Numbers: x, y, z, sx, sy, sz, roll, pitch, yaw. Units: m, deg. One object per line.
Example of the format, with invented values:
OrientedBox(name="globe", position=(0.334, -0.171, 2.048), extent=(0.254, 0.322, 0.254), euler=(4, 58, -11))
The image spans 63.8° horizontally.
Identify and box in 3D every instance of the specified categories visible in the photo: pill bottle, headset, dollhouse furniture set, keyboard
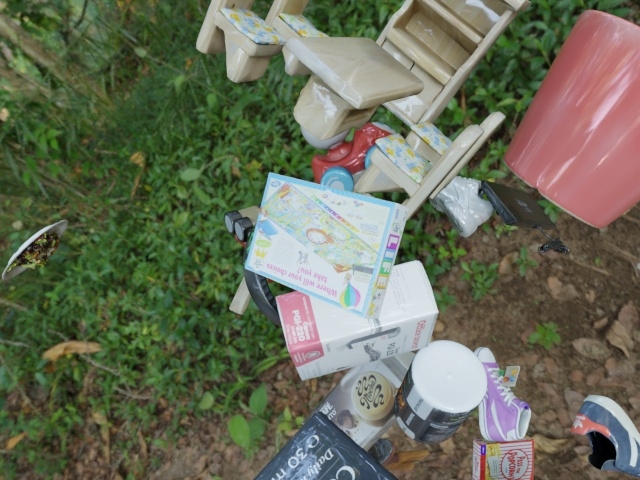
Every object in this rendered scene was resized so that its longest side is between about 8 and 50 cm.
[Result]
OrientedBox(name="pill bottle", position=(0.208, 0.293, 0.946), extent=(0.246, 0.130, 0.131), euler=(95, 179, -53))
OrientedBox(name="headset", position=(0.026, 0.087, 0.985), extent=(0.185, 0.394, 0.244), euler=(-25, 40, 55))
OrientedBox(name="dollhouse furniture set", position=(0.114, -0.278, 0.727), extent=(0.257, 0.362, 0.394), euler=(-54, -12, 34))
OrientedBox(name="keyboard", position=(0.470, -0.044, 1.160), extent=(0.033, 0.317, 0.202), euler=(-45, 63, 29))

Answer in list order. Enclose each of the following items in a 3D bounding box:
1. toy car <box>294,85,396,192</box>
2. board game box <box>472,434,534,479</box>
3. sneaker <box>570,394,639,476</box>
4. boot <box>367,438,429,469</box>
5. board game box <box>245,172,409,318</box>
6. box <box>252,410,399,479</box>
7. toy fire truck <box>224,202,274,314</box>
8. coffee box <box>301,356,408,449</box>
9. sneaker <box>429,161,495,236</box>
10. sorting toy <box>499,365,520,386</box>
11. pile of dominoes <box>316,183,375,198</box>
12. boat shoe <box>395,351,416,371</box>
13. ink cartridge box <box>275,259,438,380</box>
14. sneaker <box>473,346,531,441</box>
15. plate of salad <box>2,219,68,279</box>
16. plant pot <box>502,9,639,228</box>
OrientedBox(name="toy car", position=(0.046, -0.242, 1.133), extent=(0.210, 0.238, 0.219), euler=(-26, 19, 14))
OrientedBox(name="board game box", position=(0.574, 0.697, 1.616), extent=(0.045, 0.193, 0.147), euler=(-172, 82, -76))
OrientedBox(name="sneaker", position=(0.811, 0.585, 1.367), extent=(0.148, 0.350, 0.131), euler=(-42, -9, -17))
OrientedBox(name="boot", position=(0.304, 0.837, 1.981), extent=(0.096, 0.280, 0.264), euler=(-108, 35, -45))
OrientedBox(name="board game box", position=(0.000, 0.000, 0.492), extent=(0.154, 0.026, 0.104), euler=(19, 95, 36))
OrientedBox(name="box", position=(0.027, 0.520, 0.467), extent=(0.480, 0.298, 0.471), euler=(-43, 40, -20))
OrientedBox(name="toy fire truck", position=(-0.144, 0.058, 1.227), extent=(0.158, 0.247, 0.217), euler=(-19, 27, -27))
OrientedBox(name="coffee box", position=(0.113, 0.450, 1.390), extent=(0.297, 0.118, 0.168), euler=(-50, 64, 12))
OrientedBox(name="sneaker", position=(0.316, -0.110, 1.177), extent=(0.115, 0.090, 0.232), euler=(-29, 50, 0))
OrientedBox(name="sorting toy", position=(0.552, 0.401, 1.522), extent=(0.062, 0.012, 0.083), euler=(-67, 12, -22))
OrientedBox(name="pile of dominoes", position=(0.067, -0.056, 1.433), extent=(0.196, 0.251, 0.040), euler=(-59, -11, 25))
OrientedBox(name="boat shoe", position=(0.400, 0.535, 1.976), extent=(0.335, 0.112, 0.096), euler=(25, 124, 45))
OrientedBox(name="ink cartridge box", position=(0.057, 0.125, 0.780), extent=(0.217, 0.159, 0.092), euler=(-16, 60, -3))
OrientedBox(name="sneaker", position=(0.561, 0.462, 1.571), extent=(0.161, 0.102, 0.283), euler=(-28, 63, 52))
OrientedBox(name="plate of salad", position=(-0.693, 0.029, 1.269), extent=(0.200, 0.048, 0.200), euler=(-44, 8, 8))
OrientedBox(name="plant pot", position=(0.437, -0.170, 0.793), extent=(0.243, 0.274, 0.275), euler=(-58, 31, 24))
